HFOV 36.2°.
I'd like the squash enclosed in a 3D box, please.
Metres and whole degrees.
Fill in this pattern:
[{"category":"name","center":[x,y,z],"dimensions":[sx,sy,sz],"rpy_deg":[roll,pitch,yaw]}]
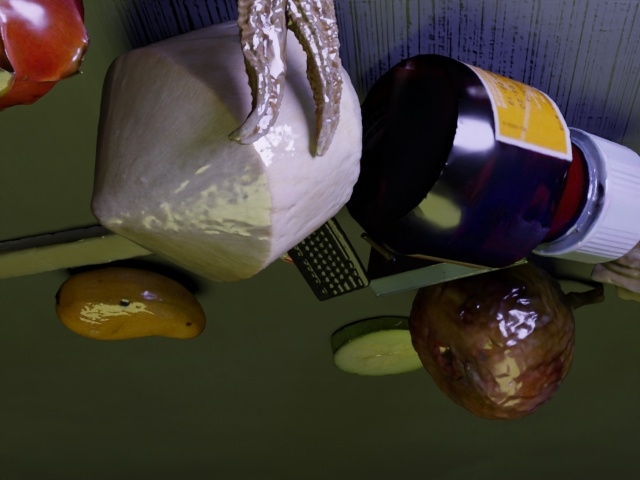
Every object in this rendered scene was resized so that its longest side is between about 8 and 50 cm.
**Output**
[{"category":"squash","center":[0.132,0.208,1.927],"dimensions":[0.219,0.041,0.219],"rpy_deg":[-4,149,-2]}]

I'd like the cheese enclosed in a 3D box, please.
[{"category":"cheese","center":[-0.405,0.014,1.584],"dimensions":[0.400,0.034,0.085],"rpy_deg":[-10,145,17]}]

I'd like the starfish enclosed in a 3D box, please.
[{"category":"starfish","center":[-0.022,-0.263,0.909],"dimensions":[0.094,0.327,0.375],"rpy_deg":[27,148,48]}]

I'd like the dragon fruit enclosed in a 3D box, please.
[{"category":"dragon fruit","center":[-0.353,-0.228,0.966],"dimensions":[0.227,0.224,0.224],"rpy_deg":[24,143,-29]}]

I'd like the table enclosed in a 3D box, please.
[{"category":"table","center":[0.172,-0.018,1.436],"dimensions":[0.240,0.121,0.111],"rpy_deg":[-16,130,26]}]

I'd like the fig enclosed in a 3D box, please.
[{"category":"fig","center":[0.337,0.130,1.646],"dimensions":[0.369,0.286,0.286],"rpy_deg":[-19,164,-35]}]

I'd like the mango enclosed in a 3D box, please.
[{"category":"mango","center":[-0.322,0.109,1.679],"dimensions":[0.262,0.109,0.157],"rpy_deg":[7,141,-22]}]

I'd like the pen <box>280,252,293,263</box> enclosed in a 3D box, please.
[{"category":"pen","center":[-0.102,0.002,1.562],"dimensions":[0.239,0.028,0.028],"rpy_deg":[20,145,-31]}]

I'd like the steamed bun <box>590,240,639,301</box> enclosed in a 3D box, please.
[{"category":"steamed bun","center":[0.625,0.006,1.390],"dimensions":[0.428,0.247,0.189],"rpy_deg":[-4,140,38]}]

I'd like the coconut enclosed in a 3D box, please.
[{"category":"coconut","center":[-0.115,-0.096,1.080],"dimensions":[0.329,0.328,0.328],"rpy_deg":[0,151,0]}]

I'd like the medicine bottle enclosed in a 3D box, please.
[{"category":"medicine bottle","center":[0.233,-0.068,1.220],"dimensions":[0.395,0.242,0.242],"rpy_deg":[17,147,-36]}]

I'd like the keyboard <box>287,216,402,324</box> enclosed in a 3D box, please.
[{"category":"keyboard","center":[-0.003,0.009,1.403],"dimensions":[0.103,0.041,0.381],"rpy_deg":[-20,121,31]}]
